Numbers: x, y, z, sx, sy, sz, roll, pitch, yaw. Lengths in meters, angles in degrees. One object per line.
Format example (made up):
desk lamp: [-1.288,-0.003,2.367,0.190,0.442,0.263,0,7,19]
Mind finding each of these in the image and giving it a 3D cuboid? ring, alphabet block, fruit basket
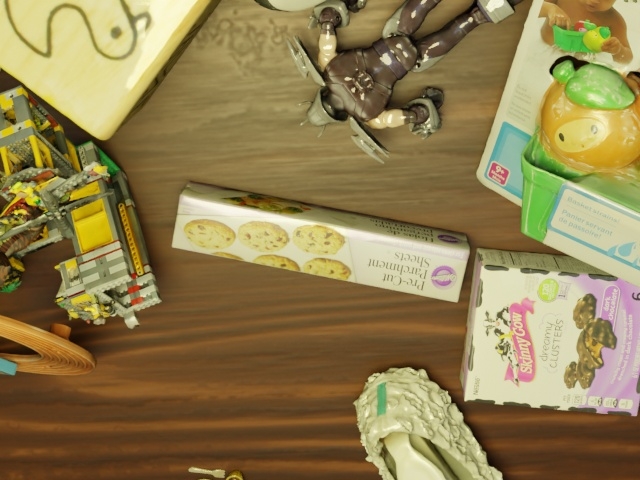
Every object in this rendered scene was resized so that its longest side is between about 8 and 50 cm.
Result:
ring: [-0.399,0.085,1.173,0.337,0.336,0.032,12,72,-1]
alphabet block: [-0.214,-0.245,1.104,0.192,0.193,0.197,37,105,-7]
fruit basket: [0.329,-0.112,1.057,0.327,0.165,0.353,26,141,13]

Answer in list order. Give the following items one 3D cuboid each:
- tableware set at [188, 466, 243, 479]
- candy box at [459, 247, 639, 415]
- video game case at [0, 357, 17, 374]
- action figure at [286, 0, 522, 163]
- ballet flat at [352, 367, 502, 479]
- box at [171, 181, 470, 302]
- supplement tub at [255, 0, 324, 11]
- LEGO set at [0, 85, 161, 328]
tableware set: [-0.118,0.352,1.371,0.104,0.024,0.154,6,107,1]
candy box: [0.263,0.102,1.250,0.196,0.070,0.164,5,107,1]
video game case: [-0.439,0.123,1.243,0.166,0.119,0.015,1,69,33]
action figure: [0.091,-0.202,1.156,0.285,0.099,0.185,-37,109,17]
ballet flat: [0.165,0.332,1.296,0.147,0.147,0.409,-34,103,12]
box: [0.000,0.000,1.235,0.324,0.063,0.067,12,109,-1]
supplement tub: [-0.088,-0.372,1.016,0.316,0.194,0.193,44,106,16]
LEGO set: [-0.305,0.007,1.115,0.255,0.331,0.192,-19,68,-2]
